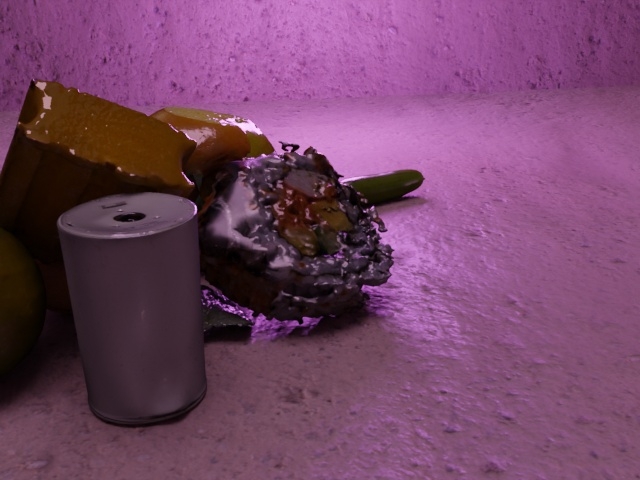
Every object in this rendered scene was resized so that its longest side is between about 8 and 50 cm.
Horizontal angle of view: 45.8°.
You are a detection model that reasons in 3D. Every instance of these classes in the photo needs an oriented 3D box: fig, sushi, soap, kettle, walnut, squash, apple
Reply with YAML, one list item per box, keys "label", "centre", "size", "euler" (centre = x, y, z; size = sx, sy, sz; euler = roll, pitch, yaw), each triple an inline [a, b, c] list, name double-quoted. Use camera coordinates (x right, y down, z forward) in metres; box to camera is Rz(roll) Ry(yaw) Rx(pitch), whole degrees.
- label: "fig"
  centre: [-0.604, 0.102, 1.271]
  size: [0.316, 0.316, 0.316]
  euler: [-1, 22, 1]
- label: "sushi"
  centre: [-0.048, -0.006, 1.519]
  size: [0.418, 0.175, 0.417]
  euler: [13, 48, -14]
- label: "soap"
  centre: [-0.408, -0.088, 1.329]
  size: [0.294, 0.335, 0.156]
  euler: [15, 50, -24]
- label: "kettle"
  centre: [-0.309, 0.098, 1.196]
  size: [0.265, 0.317, 0.205]
  euler: [7, 24, 22]
- label: "walnut"
  centre: [-0.486, 0.065, 1.514]
  size: [0.197, 0.165, 0.165]
  euler: [-8, 21, -37]
- label: "squash"
  centre: [0.157, -0.146, 2.096]
  size: [0.293, 0.082, 0.082]
  euler: [-12, 24, -28]
- label: "apple"
  centre: [-0.276, -0.140, 1.737]
  size: [0.384, 0.374, 0.374]
  euler: [-24, 26, -9]

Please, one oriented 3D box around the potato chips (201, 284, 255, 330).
- label: "potato chips"
  centre: [-0.241, 0.141, 1.441]
  size: [0.229, 0.059, 0.167]
  euler: [-4, 31, -6]
